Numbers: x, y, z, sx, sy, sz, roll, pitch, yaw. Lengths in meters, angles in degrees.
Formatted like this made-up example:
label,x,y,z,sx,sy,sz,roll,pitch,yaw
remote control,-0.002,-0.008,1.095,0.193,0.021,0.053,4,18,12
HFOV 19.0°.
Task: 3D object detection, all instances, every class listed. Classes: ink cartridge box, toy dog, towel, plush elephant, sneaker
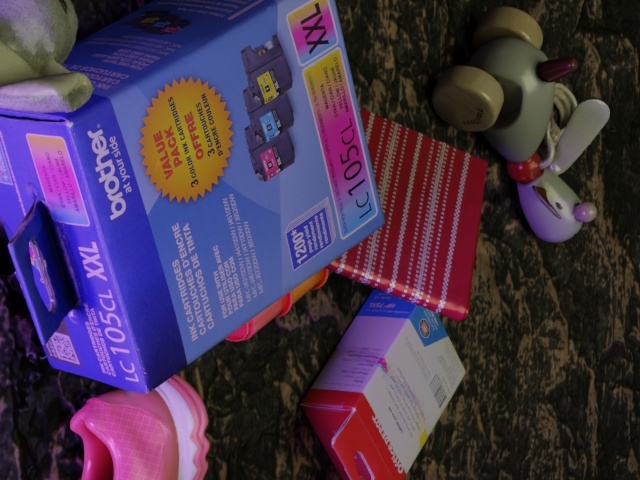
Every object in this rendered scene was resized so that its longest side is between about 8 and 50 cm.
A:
label,x,y,z,sx,sy,sz,roll,pitch,yaw
ink cartridge box,0.062,0.180,2.119,0.231,0.078,0.134,-55,132,-35
toy dog,0.276,-0.137,2.315,0.333,0.161,0.220,35,65,-48
towel,0.049,-0.043,1.998,0.275,0.031,0.199,22,59,-19
plush elephant,-0.272,-0.227,1.507,0.255,0.272,0.330,27,99,-37
ink cartridge box,-0.141,-0.050,1.712,0.395,0.151,0.270,-35,122,-36
sneaker,-0.179,0.286,1.805,0.136,0.116,0.314,-6,91,-43

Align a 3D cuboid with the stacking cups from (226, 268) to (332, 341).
label,x,y,z,sx,sy,sz,roll,pitch,yaw
stacking cups,0.000,0.000,2.009,0.316,0.096,0.096,-42,124,-44
